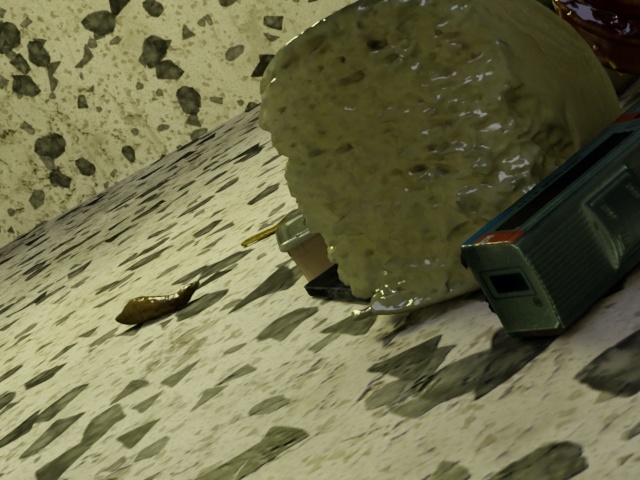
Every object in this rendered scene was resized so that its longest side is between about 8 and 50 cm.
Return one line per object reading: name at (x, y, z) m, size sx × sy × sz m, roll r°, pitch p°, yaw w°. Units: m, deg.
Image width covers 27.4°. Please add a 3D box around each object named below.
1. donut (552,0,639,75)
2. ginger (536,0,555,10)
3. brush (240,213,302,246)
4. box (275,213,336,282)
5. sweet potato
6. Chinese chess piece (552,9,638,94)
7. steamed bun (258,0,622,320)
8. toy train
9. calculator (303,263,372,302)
donut at (0.367, -0.266, 1.451) m, size 0.235 × 0.089 × 0.235 m, roll -3°, pitch 45°, yaw 3°
ginger at (0.231, -0.297, 1.644) m, size 0.290 × 0.089 × 0.137 m, roll -37°, pitch 31°, yaw -12°
brush at (-0.034, -0.032, 1.883) m, size 0.205 × 0.011 × 0.083 m, roll -26°, pitch 13°, yaw 28°
box at (0.000, 0.000, 1.528) m, size 0.089 × 0.062 × 0.122 m, roll -30°, pitch 12°, yaw 1°
sweet potato at (-0.230, 0.089, 1.795) m, size 0.153 × 0.038 × 0.041 m, roll -22°, pitch 37°, yaw 31°
Chinese chess piece at (0.266, -0.203, 1.615) m, size 0.257 × 0.104 × 0.257 m, roll -29°, pitch 12°, yaw 7°
steamed bun at (0.104, -0.117, 1.181) m, size 0.290 × 0.272 × 0.273 m, roll -7°, pitch 30°, yaw 37°
toy train at (0.281, -0.069, 1.052) m, size 0.409 × 0.086 × 0.089 m, roll -37°, pitch 14°, yaw -28°
calculator at (0.086, 0.015, 1.355) m, size 0.161 × 0.021 × 0.262 m, roll -35°, pitch 12°, yaw -16°
